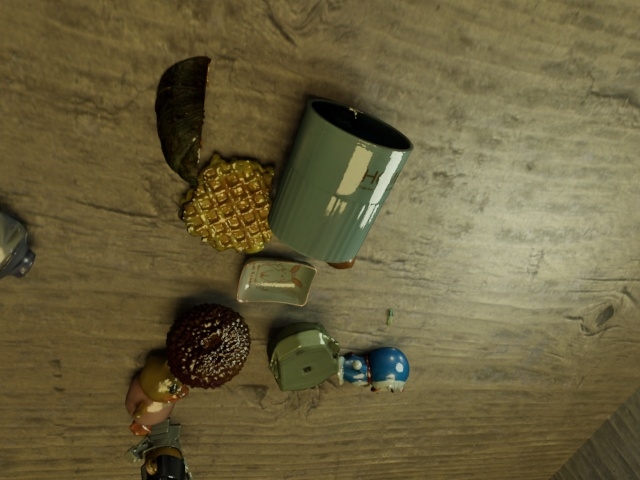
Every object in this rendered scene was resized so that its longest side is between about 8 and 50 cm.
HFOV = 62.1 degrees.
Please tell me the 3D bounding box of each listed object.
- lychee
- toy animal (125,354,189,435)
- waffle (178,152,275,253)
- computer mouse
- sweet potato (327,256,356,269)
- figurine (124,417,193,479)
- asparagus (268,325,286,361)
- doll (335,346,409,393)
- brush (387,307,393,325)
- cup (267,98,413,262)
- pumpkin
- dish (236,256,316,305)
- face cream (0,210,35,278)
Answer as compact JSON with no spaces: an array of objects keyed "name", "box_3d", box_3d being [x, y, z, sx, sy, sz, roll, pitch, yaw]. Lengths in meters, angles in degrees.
[{"name":"lychee","box_3d":[-0.335,0.314,1.555,0.272,0.271,0.271,-8,129,-9]},{"name":"toy animal","box_3d":[-0.509,0.465,1.673,0.169,0.195,0.281,43,118,6]},{"name":"waffle","box_3d":[-0.210,-0.087,1.373,0.282,0.058,0.301,-38,129,15]},{"name":"computer mouse","box_3d":[-0.061,0.367,1.720,0.228,0.145,0.429,-19,146,-9]},{"name":"sweet potato","box_3d":[-0.001,-0.002,1.465,0.097,0.097,0.292,-41,134,18]},{"name":"figurine","box_3d":[-0.540,0.756,1.812,0.309,0.308,0.143,29,111,-32]},{"name":"asparagus","box_3d":[-0.143,0.344,1.762,0.016,0.016,0.162,-7,135,-45]},{"name":"doll","box_3d":[0.181,0.456,1.847,0.257,0.161,0.215,-7,158,4]},{"name":"brush","box_3d":[0.237,0.262,1.801,0.016,0.013,0.083,-10,131,-10]},{"name":"cup","box_3d":[0.041,-0.147,1.280,0.257,0.331,0.311,25,115,2]},{"name":"pumpkin","box_3d":[-0.303,-0.243,1.152,0.111,0.163,0.278,4,125,-19]},{"name":"dish","box_3d":[-0.132,0.107,1.535,0.213,0.077,0.151,5,124,-19]},{"name":"face cream","box_3d":[-0.866,-0.038,1.208,0.420,0.137,0.235,34,114,-25]}]
